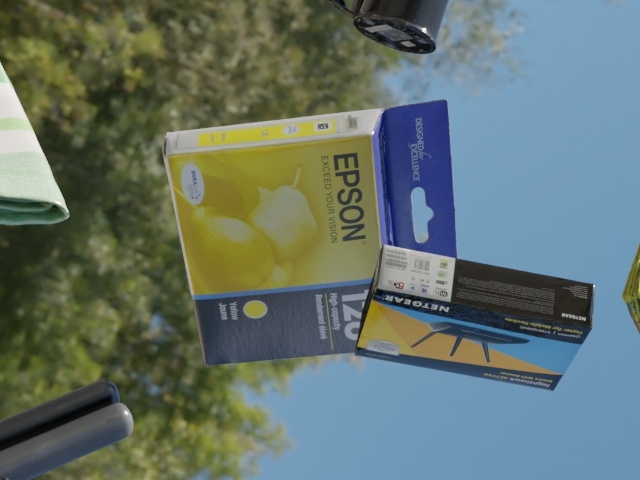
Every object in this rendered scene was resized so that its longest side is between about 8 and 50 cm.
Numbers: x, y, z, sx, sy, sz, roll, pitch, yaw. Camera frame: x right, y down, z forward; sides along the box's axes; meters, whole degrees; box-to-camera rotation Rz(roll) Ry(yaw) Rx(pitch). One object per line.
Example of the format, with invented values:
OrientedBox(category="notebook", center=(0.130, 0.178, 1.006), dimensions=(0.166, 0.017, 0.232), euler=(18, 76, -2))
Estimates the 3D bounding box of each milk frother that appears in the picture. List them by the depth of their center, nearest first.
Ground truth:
OrientedBox(category="milk frother", center=(0.058, -0.268, 1.496), dimensions=(0.129, 0.143, 0.135), euler=(10, -104, 40))

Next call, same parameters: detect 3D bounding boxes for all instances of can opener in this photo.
OrientedBox(category="can opener", center=(-0.336, 0.210, 1.628), dimensions=(0.076, 0.283, 0.095), euler=(53, -23, 38))

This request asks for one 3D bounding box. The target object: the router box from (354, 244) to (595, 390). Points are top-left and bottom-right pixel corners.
OrientedBox(category="router box", center=(0.126, 0.067, 1.316), dimensions=(0.133, 0.178, 0.046), euler=(103, -2, -61))

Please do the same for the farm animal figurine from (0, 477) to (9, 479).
OrientedBox(category="farm animal figurine", center=(-0.248, 0.266, 0.951), dimensions=(0.172, 0.330, 0.327), euler=(-49, 145, -42))

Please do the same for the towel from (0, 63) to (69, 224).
OrientedBox(category="towel", center=(-0.311, -0.129, 0.945), dimensions=(0.325, 0.247, 0.038), euler=(60, -44, 39))

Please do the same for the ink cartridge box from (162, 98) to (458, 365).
OrientedBox(category="ink cartridge box", center=(0.000, 0.000, 1.749), dimensions=(0.072, 0.307, 0.304), euler=(-91, 174, -54))

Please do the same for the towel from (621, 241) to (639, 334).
OrientedBox(category="towel", center=(0.386, 0.109, 1.696), dimensions=(0.021, 0.237, 0.102), euler=(-8, -142, 35))
